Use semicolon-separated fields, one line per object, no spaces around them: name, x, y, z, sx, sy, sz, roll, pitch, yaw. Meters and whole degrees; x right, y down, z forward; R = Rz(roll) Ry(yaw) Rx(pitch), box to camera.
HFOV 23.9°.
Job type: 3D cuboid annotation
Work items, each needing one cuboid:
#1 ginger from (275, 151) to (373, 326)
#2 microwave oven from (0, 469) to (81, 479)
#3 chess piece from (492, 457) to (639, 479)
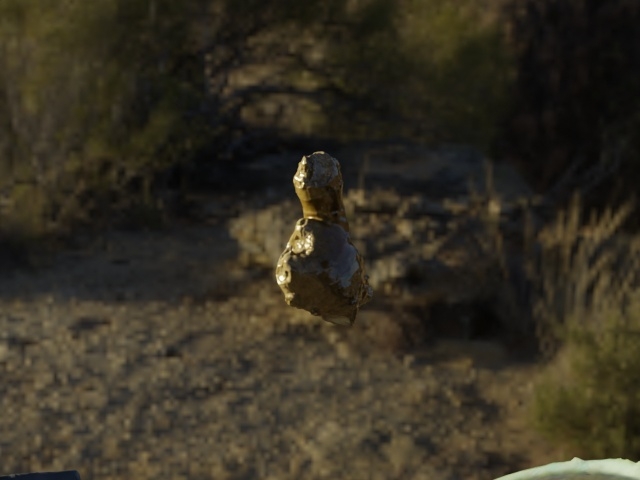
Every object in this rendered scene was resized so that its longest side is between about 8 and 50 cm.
ginger;-0.007;0.004;1.406;0.096;0.165;0.067;-23;14;-34
microwave oven;-0.228;0.322;0.552;0.374;0.432;0.236;-3;-14;-20
chess piece;0.132;0.256;0.644;0.176;0.298;0.176;-22;21;9
